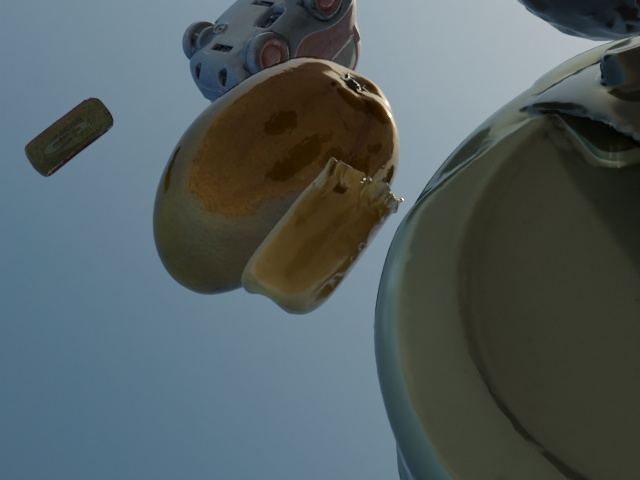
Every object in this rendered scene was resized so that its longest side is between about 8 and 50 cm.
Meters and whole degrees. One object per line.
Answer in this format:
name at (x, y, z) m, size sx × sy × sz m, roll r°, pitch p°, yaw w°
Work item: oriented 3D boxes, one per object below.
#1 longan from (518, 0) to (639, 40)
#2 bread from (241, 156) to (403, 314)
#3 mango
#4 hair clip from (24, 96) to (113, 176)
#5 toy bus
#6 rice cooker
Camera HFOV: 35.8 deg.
longan at (0.446, -0.490, 1.446) m, size 0.435 × 0.404 × 0.404 m, roll -29°, pitch -105°, yaw -37°
bread at (0.001, 0.001, 1.010) m, size 0.085 × 0.134 × 0.173 m, roll 39°, pitch -91°, yaw 6°
mango at (-0.068, -0.082, 1.321) m, size 0.264 × 0.378 × 0.221 m, roll 41°, pitch -170°, yaw -43°
hair clip at (-0.346, -0.142, 1.361) m, size 0.137 × 0.022 × 0.054 m, roll -45°, pitch -68°, yaw -28°
toy bus at (-0.056, -0.295, 1.595) m, size 0.294 × 0.197 × 0.232 m, roll -51°, pitch -48°, yaw -19°
rice cooker at (0.194, 0.087, 0.455) m, size 0.335 × 0.325 × 0.335 m, roll -10°, pitch -130°, yaw 12°
